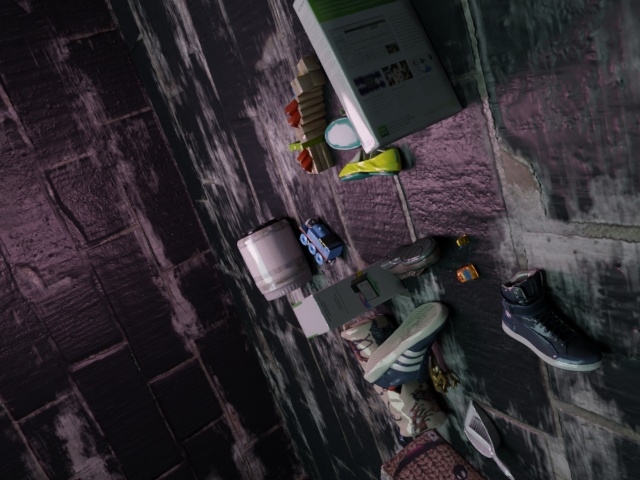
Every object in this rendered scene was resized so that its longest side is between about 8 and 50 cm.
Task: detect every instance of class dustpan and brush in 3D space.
[{"bbox_3d":[0.470,0.569,1.435,0.211,0.060,0.147,41,147,39],"label":"dustpan and brush"}]

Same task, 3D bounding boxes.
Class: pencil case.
[{"bbox_3d":[0.224,0.425,1.647,0.183,0.160,0.410,-39,79,48],"label":"pencil case"}]

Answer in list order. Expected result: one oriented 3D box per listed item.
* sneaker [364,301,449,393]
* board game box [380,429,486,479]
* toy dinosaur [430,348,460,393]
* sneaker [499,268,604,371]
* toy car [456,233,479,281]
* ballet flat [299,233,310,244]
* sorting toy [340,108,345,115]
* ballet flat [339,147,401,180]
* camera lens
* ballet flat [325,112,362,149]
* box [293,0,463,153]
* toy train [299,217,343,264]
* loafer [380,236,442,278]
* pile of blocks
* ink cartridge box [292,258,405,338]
[{"bbox_3d":[0.275,0.313,1.452,0.148,0.131,0.350,34,127,-5],"label":"sneaker"},{"bbox_3d":[0.373,0.798,1.644,0.291,0.232,0.141,38,145,40],"label":"board game box"},{"bbox_3d":[0.340,0.384,1.500,0.112,0.064,0.212,26,136,54],"label":"toy dinosaur"},{"bbox_3d":[0.455,0.154,1.032,0.226,0.086,0.163,30,142,51],"label":"sneaker"},{"bbox_3d":[0.331,0.048,1.216,0.060,0.040,0.122,2,117,62],"label":"toy car"},{"bbox_3d":[-0.041,0.000,1.877,0.114,0.041,0.041,17,129,56],"label":"ballet flat"},{"bbox_3d":[0.075,-0.314,1.381,0.062,0.012,0.083,22,137,61],"label":"sorting toy"},{"bbox_3d":[0.128,-0.200,1.340,0.231,0.077,0.077,3,96,58],"label":"ballet flat"},{"bbox_3d":[-0.177,0.066,1.985,0.274,0.219,0.219,65,155,-4],"label":"camera lens"},{"bbox_3d":[0.116,-0.284,1.236,0.280,0.096,0.095,-6,113,62],"label":"ballet flat"},{"bbox_3d":[0.117,-0.357,1.005,0.322,0.232,0.058,64,154,-2],"label":"box"},{"bbox_3d":[0.000,0.000,1.761,0.184,0.080,0.105,51,143,28],"label":"toy train"},{"bbox_3d":[0.250,0.055,1.345,0.084,0.096,0.267,45,163,-8],"label":"loafer"},{"bbox_3d":[-0.058,-0.345,1.487,0.149,0.112,0.362,37,144,43],"label":"pile of blocks"},{"bbox_3d":[0.082,0.173,1.536,0.117,0.278,0.201,63,155,7],"label":"ink cartridge box"}]
